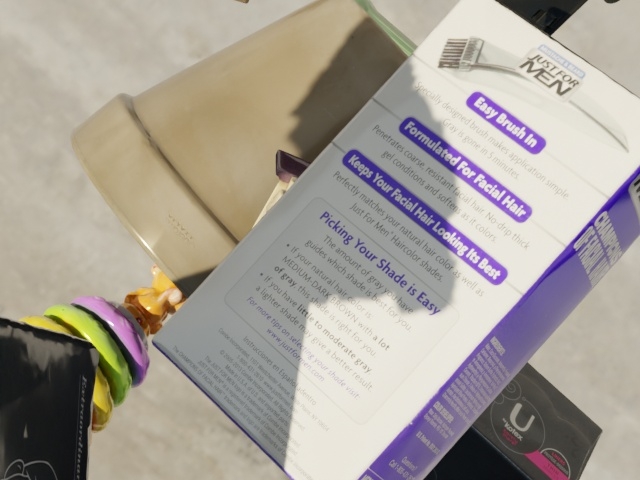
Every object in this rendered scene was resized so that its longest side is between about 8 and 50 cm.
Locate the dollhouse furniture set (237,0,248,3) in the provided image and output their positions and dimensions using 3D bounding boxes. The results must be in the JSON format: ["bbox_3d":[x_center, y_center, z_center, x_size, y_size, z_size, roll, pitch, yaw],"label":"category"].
[{"bbox_3d":[-0.166,-0.413,1.362,0.303,0.286,0.198,33,-168,38],"label":"dollhouse furniture set"}]

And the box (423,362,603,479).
[{"bbox_3d":[0.178,0.273,1.826,0.165,0.143,0.270,41,137,-3],"label":"box"}]

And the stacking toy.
[{"bbox_3d":[-0.227,0.112,1.457,0.175,0.302,0.166,52,150,-1],"label":"stacking toy"}]

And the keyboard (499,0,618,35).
[{"bbox_3d":[0.206,-0.220,1.137,0.108,0.023,0.180,24,130,-29],"label":"keyboard"}]

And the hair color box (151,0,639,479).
[{"bbox_3d":[0.071,0.013,1.047,0.185,0.339,0.110,41,178,28],"label":"hair color box"}]

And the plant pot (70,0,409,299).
[{"bbox_3d":[-0.024,-0.073,1.419,0.323,0.280,0.323,48,-176,-5],"label":"plant pot"}]

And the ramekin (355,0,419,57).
[{"bbox_3d":[0.021,-0.169,2.047,0.148,0.303,0.303,37,148,7],"label":"ramekin"}]

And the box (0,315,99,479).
[{"bbox_3d":[-0.288,0.185,0.877,0.212,0.293,0.395,0,171,9],"label":"box"}]

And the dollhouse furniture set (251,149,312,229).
[{"bbox_3d":[0.000,0.000,1.212,0.114,0.091,0.081,23,114,-13],"label":"dollhouse furniture set"}]
